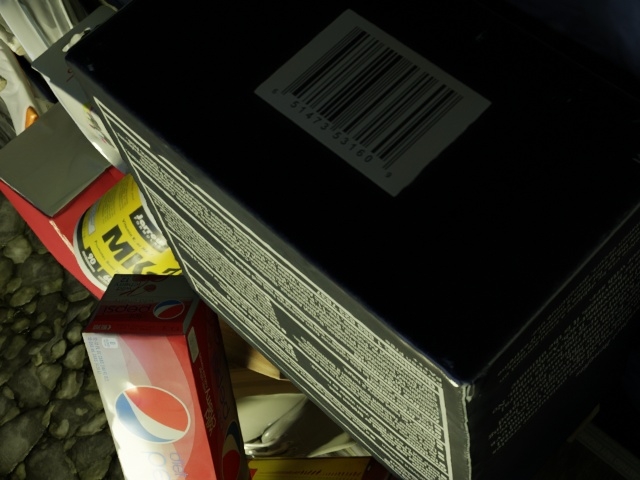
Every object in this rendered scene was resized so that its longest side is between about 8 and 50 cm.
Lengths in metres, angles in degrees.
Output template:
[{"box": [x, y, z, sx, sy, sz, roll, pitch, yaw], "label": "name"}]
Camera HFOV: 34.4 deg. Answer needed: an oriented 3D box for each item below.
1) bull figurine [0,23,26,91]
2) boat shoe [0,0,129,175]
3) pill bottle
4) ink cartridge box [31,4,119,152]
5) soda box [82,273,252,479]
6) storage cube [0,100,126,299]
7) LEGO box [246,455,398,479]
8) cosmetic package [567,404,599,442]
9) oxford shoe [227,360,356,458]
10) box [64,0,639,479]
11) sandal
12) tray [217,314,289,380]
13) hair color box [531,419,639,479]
[{"box": [-0.482, -0.310, 1.364, 0.188, 0.101, 0.310, 37, 165, 12], "label": "bull figurine"}, {"box": [-0.239, -0.180, 1.094, 0.258, 0.084, 0.095, 57, -175, -31], "label": "boat shoe"}, {"box": [-0.163, -0.027, 1.093, 0.119, 0.119, 0.208, 48, 133, -10], "label": "pill bottle"}, {"box": [-0.185, -0.148, 1.003, 0.181, 0.104, 0.061, 35, 161, 33], "label": "ink cartridge box"}, {"box": [-0.127, 0.157, 0.907, 0.092, 0.083, 0.263, 0, 124, 11], "label": "soda box"}, {"box": [-0.266, -0.057, 1.298, 0.215, 0.183, 0.193, 32, 158, 42], "label": "storage cube"}, {"box": [0.085, 0.375, 0.948, 0.372, 0.193, 0.500, 35, 160, -8], "label": "LEGO box"}, {"box": [0.188, 0.110, 0.823, 0.060, 0.041, 0.115, 36, 162, 31], "label": "cosmetic package"}, {"box": [-0.059, 0.186, 1.156, 0.169, 0.130, 0.449, 8, 176, 27], "label": "oxford shoe"}, {"box": [0.038, -0.007, 0.646, 0.296, 0.183, 0.294, 39, 162, 25], "label": "box"}, {"box": [-0.423, -0.196, 1.569, 0.102, 0.076, 0.265, -9, 104, 54], "label": "sandal"}, {"box": [-0.011, 0.086, 1.023, 0.202, 0.076, 0.411, 8, 176, -21], "label": "tray"}, {"box": [0.242, 0.295, 1.022, 0.185, 0.113, 0.374, 38, 164, 20], "label": "hair color box"}]
